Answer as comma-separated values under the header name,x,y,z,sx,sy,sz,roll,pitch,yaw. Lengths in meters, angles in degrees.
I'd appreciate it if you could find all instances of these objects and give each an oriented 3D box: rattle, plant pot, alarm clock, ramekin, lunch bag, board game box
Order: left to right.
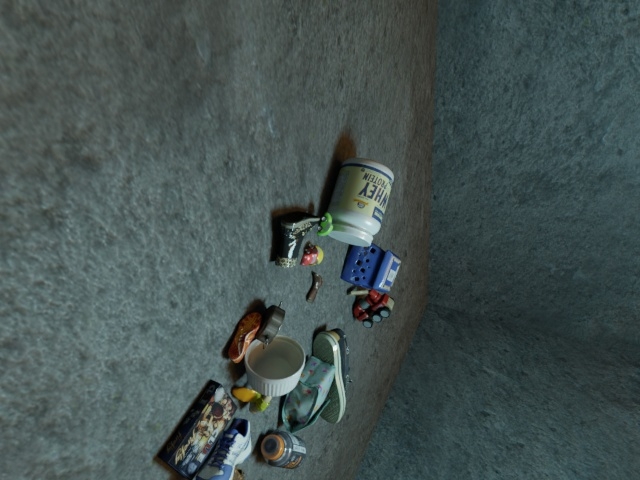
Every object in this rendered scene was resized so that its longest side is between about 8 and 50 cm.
name,x,y,z,sx,sy,sz,roll,pitch,yaw
board game box,-0.359,0.571,1.221,0.243,0.042,0.165,-56,147,-36
rattle,-0.230,0.505,1.462,0.130,0.142,0.200,-58,-171,42
alarm clock,-0.175,0.293,1.364,0.129,0.064,0.192,-55,-164,23
ramekin,-0.159,0.433,1.386,0.207,0.207,0.109,-38,143,-52
lunch bag,-0.052,0.676,1.746,0.223,0.160,0.263,-19,126,-68
plant pot,0.269,0.138,2.057,0.236,0.212,0.236,28,83,-62

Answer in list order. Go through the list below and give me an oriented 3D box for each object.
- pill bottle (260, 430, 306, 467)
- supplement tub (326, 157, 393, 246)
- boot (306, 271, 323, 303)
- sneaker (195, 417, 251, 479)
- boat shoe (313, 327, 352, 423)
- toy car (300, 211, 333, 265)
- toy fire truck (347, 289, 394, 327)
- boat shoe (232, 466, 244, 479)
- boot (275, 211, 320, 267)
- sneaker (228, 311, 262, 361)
name,x,y,z,sx,sy,sz,roll,pitch,yaw
pill bottle,-0.155,0.852,1.648,0.131,0.130,0.246,-66,151,-23
supplement tub,0.160,-0.159,1.715,0.235,0.235,0.325,36,69,-62
boot,-0.031,0.204,1.724,0.114,0.037,0.106,-59,146,-25
sneaker,-0.310,0.676,1.288,0.296,0.111,0.131,-13,107,-79
boat shoe,0.062,0.647,1.933,0.156,0.186,0.501,-23,116,-52
toy car,0.000,0.000,1.573,0.239,0.053,0.225,30,82,-82
toy fire truck,0.243,0.341,2.197,0.217,0.246,0.158,-42,-173,39
boat shoe,-0.295,0.850,1.443,0.060,0.064,0.178,-56,144,-33
boot,-0.087,-0.007,1.476,0.236,0.085,0.179,-22,127,-64
sneaker,-0.250,0.314,1.326,0.175,0.064,0.067,-59,171,-26
